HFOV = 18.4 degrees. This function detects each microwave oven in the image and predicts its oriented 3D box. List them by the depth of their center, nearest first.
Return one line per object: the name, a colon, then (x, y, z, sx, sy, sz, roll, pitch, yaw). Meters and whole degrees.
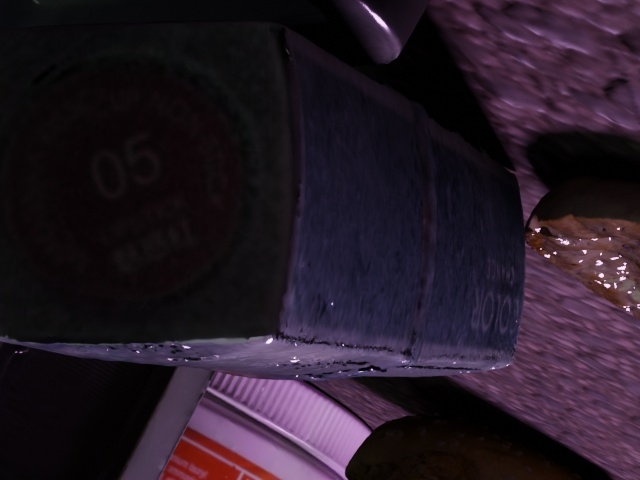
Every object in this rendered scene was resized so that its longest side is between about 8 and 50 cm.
microwave oven: (-0.128, 0.051, 0.927, 0.122, 0.208, 0.162, 33, 168, -23)

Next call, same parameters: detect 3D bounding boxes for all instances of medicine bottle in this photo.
medicine bottle: (-0.119, 0.197, 1.491, 0.252, 0.241, 0.252, 28, 169, 6)

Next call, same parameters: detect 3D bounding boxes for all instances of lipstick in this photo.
lipstick: (0.000, 0.000, 0.544, 0.076, 0.077, 0.290, -1, 175, 17)

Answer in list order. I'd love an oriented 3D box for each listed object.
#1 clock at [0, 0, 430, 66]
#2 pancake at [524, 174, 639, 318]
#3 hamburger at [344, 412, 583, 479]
clock: (-0.129, -0.132, 0.519, 0.279, 0.049, 0.273, 32, 169, -25)
pancake: (0.136, 0.022, 0.634, 0.152, 0.025, 0.151, 26, 168, 6)
hamburger: (0.094, 0.175, 1.187, 0.189, 0.122, 0.215, 19, 163, 12)
